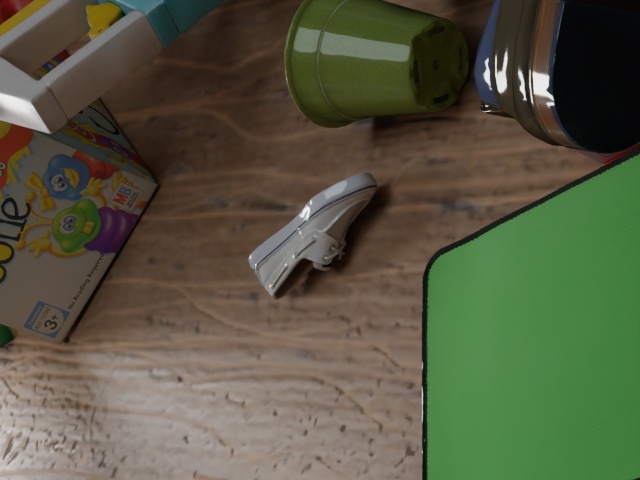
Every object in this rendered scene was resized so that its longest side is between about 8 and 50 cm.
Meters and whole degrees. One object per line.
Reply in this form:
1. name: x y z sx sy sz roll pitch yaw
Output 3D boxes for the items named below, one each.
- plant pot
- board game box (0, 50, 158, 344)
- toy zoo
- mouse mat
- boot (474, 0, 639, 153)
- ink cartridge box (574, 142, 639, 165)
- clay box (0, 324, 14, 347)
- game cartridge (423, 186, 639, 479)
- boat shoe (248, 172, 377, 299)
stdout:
1. plant pot: 0.037 -0.099 0.959 0.079 0.083 0.083 12 81 43
2. board game box: -0.249 -0.068 1.271 0.144 0.142 0.275 -57 34 13
3. toy zoo: -0.144 -0.165 1.133 0.293 0.030 0.192 -39 37 -15
4. mouse mat: 0.108 0.042 0.739 0.189 0.007 0.153 -30 48 44
5. boot: 0.119 -0.150 0.788 0.106 0.082 0.219 13 89 68
6. ink cartridge box: 0.146 -0.069 0.822 0.063 0.029 0.115 -29 48 43
7. clay box: -0.350 0.101 1.273 0.222 0.053 0.127 -33 20 -29
8. game cartridge: 0.142 0.126 0.694 0.198 0.062 0.297 -47 38 21
9. boat shoe: 0.000 0.000 0.987 0.100 0.035 0.035 -39 70 30
